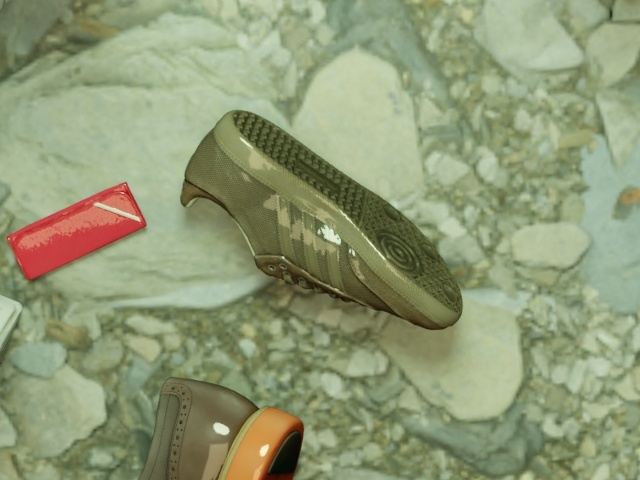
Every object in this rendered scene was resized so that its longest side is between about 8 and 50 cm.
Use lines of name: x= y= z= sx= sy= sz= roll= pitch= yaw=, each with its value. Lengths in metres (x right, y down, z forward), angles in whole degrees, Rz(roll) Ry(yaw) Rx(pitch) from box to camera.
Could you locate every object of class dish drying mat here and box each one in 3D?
dish drying mat: x=-0.151 y=-0.006 z=1.229 sx=0.083 sy=0.008 sz=0.032 roll=-25 pitch=103 yaw=6

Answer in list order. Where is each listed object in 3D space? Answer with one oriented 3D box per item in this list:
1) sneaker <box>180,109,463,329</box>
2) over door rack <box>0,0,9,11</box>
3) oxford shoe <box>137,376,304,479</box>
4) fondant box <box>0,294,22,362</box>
sneaker: x=0.000 y=0.000 z=1.210 sx=0.188 sy=0.066 sz=0.071 roll=40 pitch=118 yaw=-3
over door rack: x=-0.301 y=-0.198 z=1.146 sx=0.239 sy=0.108 sz=0.324 roll=1 pitch=89 yaw=0
oxford shoe: x=-0.101 y=0.214 z=1.252 sx=0.098 sy=0.097 sz=0.271 roll=25 pitch=99 yaw=15
fondant box: x=-0.357 y=0.149 z=1.227 sx=0.238 sy=0.096 sz=0.330 roll=23 pitch=102 yaw=-4
